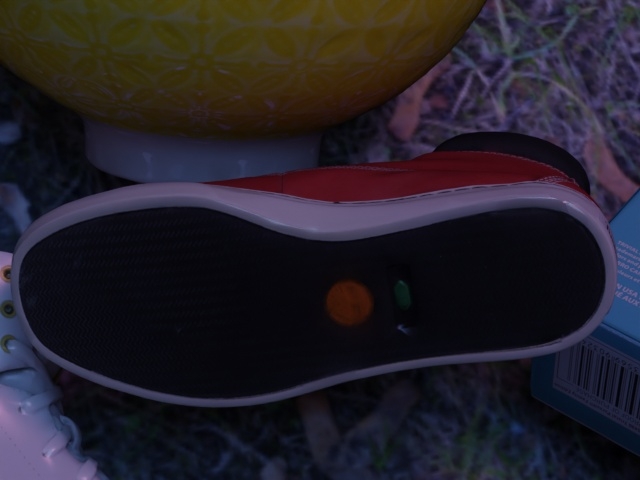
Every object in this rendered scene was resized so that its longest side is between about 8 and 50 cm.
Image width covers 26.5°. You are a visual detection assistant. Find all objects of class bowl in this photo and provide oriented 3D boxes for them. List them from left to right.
[{"bbox_3d":[-0.053,-0.113,0.645,0.289,0.289,0.156,1,108,-11],"label":"bowl"}]

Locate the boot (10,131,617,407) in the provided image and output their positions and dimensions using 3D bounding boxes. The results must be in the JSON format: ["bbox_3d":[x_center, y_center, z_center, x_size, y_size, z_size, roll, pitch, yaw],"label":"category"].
[{"bbox_3d":[0.000,0.000,0.599,0.244,0.176,0.088,-3,105,7],"label":"boot"}]

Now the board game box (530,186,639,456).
[{"bbox_3d":[0.300,0.006,0.651,0.253,0.079,0.336,29,54,29],"label":"board game box"}]

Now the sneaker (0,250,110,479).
[{"bbox_3d":[-0.118,0.091,0.580,0.292,0.108,0.169,22,66,1],"label":"sneaker"}]
